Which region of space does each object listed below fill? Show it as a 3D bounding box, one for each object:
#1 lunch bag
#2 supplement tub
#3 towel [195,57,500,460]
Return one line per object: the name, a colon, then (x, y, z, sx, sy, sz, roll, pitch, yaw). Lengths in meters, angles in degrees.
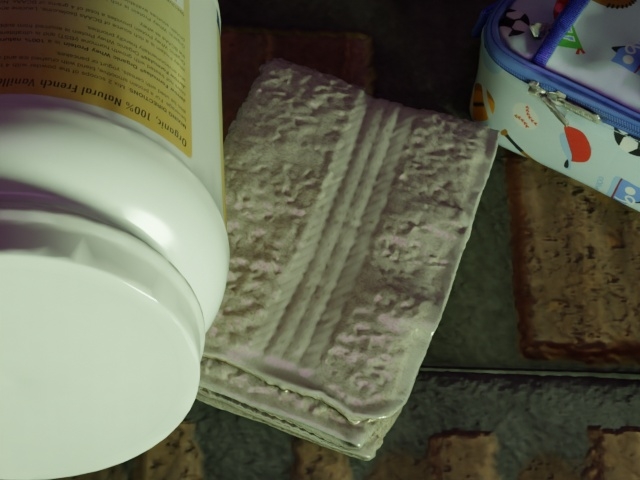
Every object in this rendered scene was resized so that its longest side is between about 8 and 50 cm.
lunch bag: (0.253, -0.158, 1.092, 0.243, 0.115, 0.303, 29, 56, 14)
supplement tub: (-0.168, -0.044, 0.859, 0.228, 0.228, 0.316, 1, 47, -7)
towel: (0.000, 0.000, 0.986, 0.187, 0.049, 0.282, 19, 55, 4)
